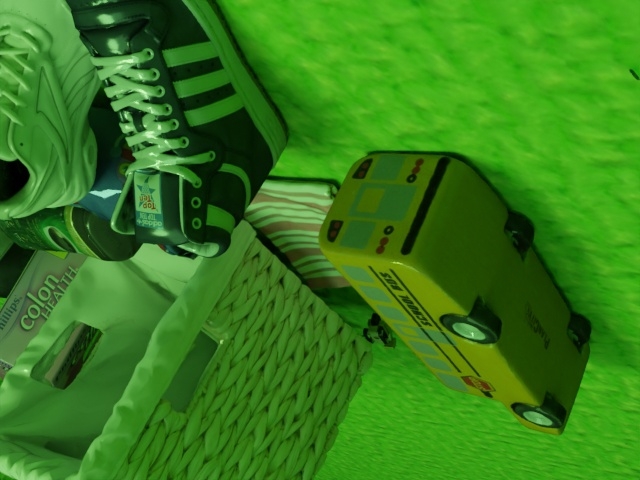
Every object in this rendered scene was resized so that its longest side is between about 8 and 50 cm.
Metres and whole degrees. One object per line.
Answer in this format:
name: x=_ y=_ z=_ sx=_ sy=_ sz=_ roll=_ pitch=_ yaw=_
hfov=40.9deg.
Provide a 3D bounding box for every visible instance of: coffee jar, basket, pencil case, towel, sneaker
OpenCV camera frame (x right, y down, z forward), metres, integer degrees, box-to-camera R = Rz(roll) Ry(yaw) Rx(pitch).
coffee jar: x=-0.291 y=-0.029 z=1.002 sx=0.184 sy=0.079 sz=0.096 roll=7 pitch=144 yaw=32
basket: x=-0.174 y=0.178 z=1.001 sx=0.331 sy=0.328 sz=0.266 roll=-4 pitch=141 yaw=50
pencil case: x=-0.242 y=-0.079 z=0.847 sx=0.306 sy=0.119 sz=0.133 roll=17 pitch=171 yaw=17
towel: x=0.000 y=0.000 z=0.895 sx=0.144 sy=0.029 sz=0.197 roll=4 pitch=150 yaw=39
sneaker: x=-0.231 y=-0.113 z=0.676 sx=0.090 sy=0.115 sz=0.232 roll=17 pitch=121 yaw=17
sneaker: x=-0.129 y=-0.096 z=0.650 sx=0.099 sy=0.153 sz=0.282 roll=7 pitch=152 yaw=34

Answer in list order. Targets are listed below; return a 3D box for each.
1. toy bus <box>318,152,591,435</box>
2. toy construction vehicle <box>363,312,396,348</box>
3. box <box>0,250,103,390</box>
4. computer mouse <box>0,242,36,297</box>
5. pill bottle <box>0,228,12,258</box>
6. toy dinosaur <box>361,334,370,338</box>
toy bus: x=0.140 y=0.062 z=0.786 sx=0.130 sy=0.108 sz=0.333 roll=6 pitch=151 yaw=38
toy construction vehicle: x=0.102 y=0.110 z=1.038 sx=0.086 sy=0.035 sz=0.098 roll=0 pitch=151 yaw=25
box: x=-0.399 y=0.125 z=1.321 sx=0.117 sy=0.213 sz=0.243 roll=25 pitch=157 yaw=0
computer mouse: x=-0.522 y=0.009 z=1.257 sx=0.272 sy=0.188 sz=0.072 roll=21 pitch=160 yaw=-38
pill bottle: x=-0.596 y=-0.064 z=1.064 sx=0.407 sy=0.229 sz=0.229 roll=37 pitch=155 yaw=-15
toy dinosaur: x=0.019 y=0.140 z=1.126 sx=0.047 sy=0.090 sz=0.082 roll=-38 pitch=72 yaw=54
